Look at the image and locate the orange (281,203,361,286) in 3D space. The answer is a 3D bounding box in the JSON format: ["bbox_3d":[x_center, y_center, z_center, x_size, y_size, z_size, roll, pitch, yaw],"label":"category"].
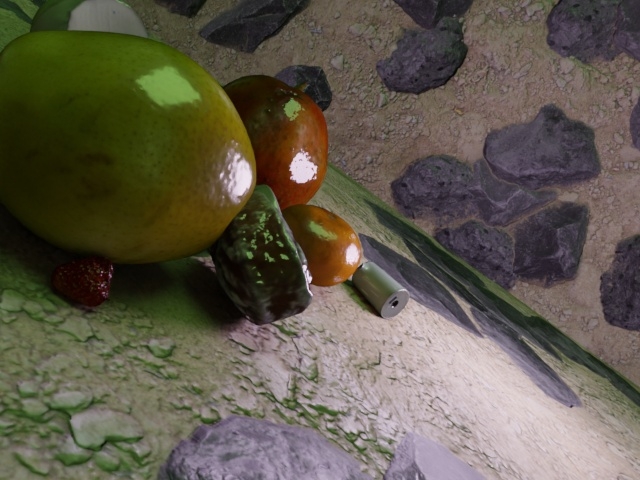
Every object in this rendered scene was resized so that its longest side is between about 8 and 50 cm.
[{"bbox_3d":[-0.018,0.015,1.420,0.240,0.171,0.240,29,19,-11],"label":"orange"}]

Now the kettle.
[{"bbox_3d":[0.169,0.135,1.607,0.127,0.098,0.148,12,24,-45],"label":"kettle"}]

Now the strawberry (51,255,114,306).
[{"bbox_3d":[-0.333,0.056,0.821,0.083,0.073,0.073,10,26,-31],"label":"strawberry"}]

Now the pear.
[{"bbox_3d":[-0.309,-0.141,0.910,0.418,0.362,0.362,25,18,-21],"label":"pear"}]

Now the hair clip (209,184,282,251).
[{"bbox_3d":[-0.187,-0.074,1.363,0.173,0.113,0.282,-12,17,-8],"label":"hair clip"}]

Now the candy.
[{"bbox_3d":[-0.122,0.031,1.084,0.157,0.214,0.289,-16,36,-18],"label":"candy"}]

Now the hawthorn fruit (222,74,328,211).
[{"bbox_3d":[-0.146,-0.284,1.651,0.403,0.402,0.403,33,15,-10],"label":"hawthorn fruit"}]

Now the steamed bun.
[{"bbox_3d":[-0.626,-0.514,1.560,0.309,0.309,0.309,33,15,-10],"label":"steamed bun"}]
